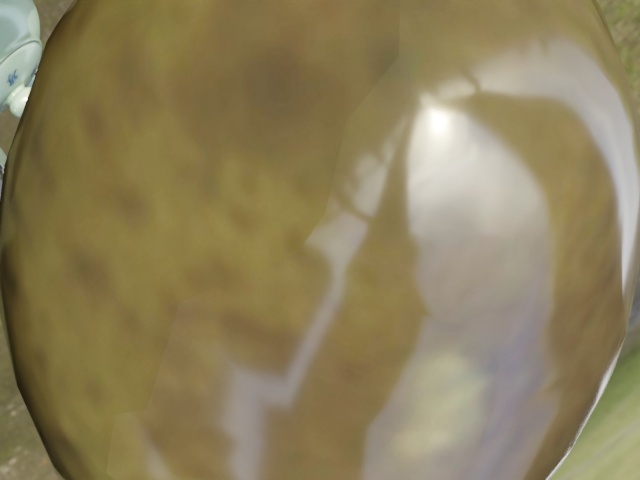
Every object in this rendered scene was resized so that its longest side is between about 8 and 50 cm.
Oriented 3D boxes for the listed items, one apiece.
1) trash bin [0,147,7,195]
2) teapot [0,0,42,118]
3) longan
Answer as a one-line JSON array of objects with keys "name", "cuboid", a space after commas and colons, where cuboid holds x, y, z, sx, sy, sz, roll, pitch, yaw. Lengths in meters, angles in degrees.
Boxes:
[{"name": "trash bin", "cuboid": [-0.630, -0.044, 1.632, 0.280, 0.280, 0.432, -23, -160, -40]}, {"name": "teapot", "cuboid": [-0.277, -0.146, 0.875, 0.159, 0.159, 0.232, -40, -178, 4]}, {"name": "longan", "cuboid": [0.000, 0.000, 0.610, 0.336, 0.404, 0.404, 6, 143, -19]}]
